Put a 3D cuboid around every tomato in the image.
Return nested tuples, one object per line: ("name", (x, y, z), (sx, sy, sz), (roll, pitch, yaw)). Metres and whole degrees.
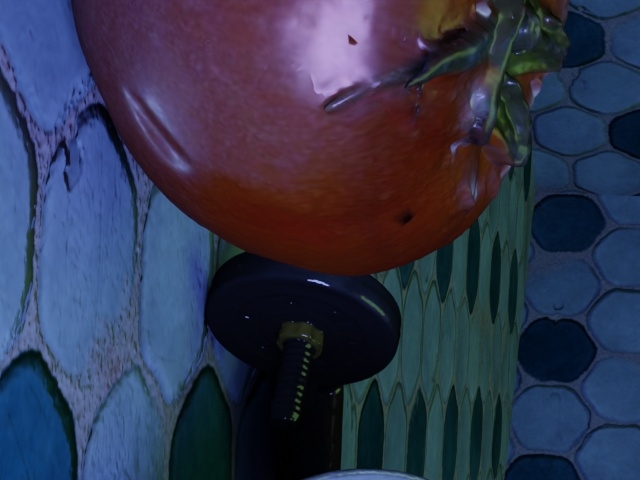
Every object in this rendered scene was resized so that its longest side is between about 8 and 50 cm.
("tomato", (-0.005, -0.143, 0.933), (0.341, 0.272, 0.341), (16, 90, -71))

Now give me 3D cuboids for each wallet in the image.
("wallet", (-0.014, 0.178, 1.377), (0.182, 0.049, 0.229), (-115, -158, -65))

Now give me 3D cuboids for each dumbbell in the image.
("dumbbell", (0.000, 0.000, 1.250), (0.143, 0.143, 0.325), (77, 20, -51))

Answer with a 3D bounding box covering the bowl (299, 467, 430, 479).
("bowl", (-0.037, 0.272, 1.060), (0.313, 0.146, 0.313), (-11, 109, -33))
